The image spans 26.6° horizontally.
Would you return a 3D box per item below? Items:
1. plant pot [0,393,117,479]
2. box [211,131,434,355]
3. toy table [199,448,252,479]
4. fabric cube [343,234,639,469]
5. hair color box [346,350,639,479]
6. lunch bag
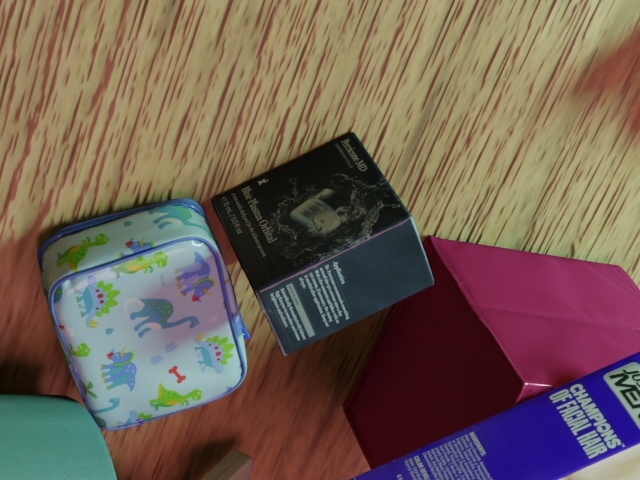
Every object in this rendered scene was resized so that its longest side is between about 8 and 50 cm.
[{"bbox_3d":[-0.380,0.275,1.229,0.334,0.341,0.341,-1,126,-33],"label":"plant pot"},{"bbox_3d":[0.000,0.000,1.274,0.158,0.156,0.093,-26,130,-4],"label":"box"},{"bbox_3d":[-0.158,0.354,1.431,0.252,0.274,0.161,15,127,16],"label":"toy table"},{"bbox_3d":[0.216,0.178,1.440,0.258,0.259,0.254,8,122,-26],"label":"fabric cube"},{"bbox_3d":[0.187,0.257,1.252,0.338,0.110,0.185,-24,128,-4],"label":"hair color box"},{"bbox_3d":[-0.165,0.072,1.301,0.176,0.090,0.219,-18,130,-9],"label":"lunch bag"}]
